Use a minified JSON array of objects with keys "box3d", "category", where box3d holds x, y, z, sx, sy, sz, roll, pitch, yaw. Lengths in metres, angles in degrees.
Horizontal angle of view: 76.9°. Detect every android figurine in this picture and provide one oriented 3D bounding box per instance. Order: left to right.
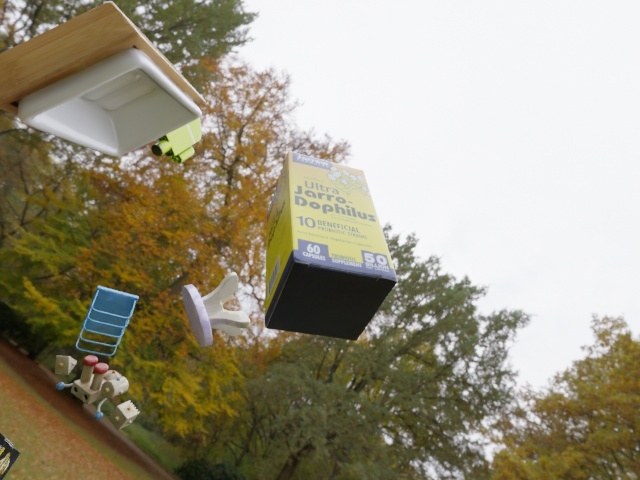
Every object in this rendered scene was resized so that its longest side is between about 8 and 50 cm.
[{"box3d":[-0.511,-0.403,1.414,0.056,0.272,0.248,-2,-56,21],"category":"android figurine"}]

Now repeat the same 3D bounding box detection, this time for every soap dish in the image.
[{"box3d":[-0.354,-0.258,0.691,0.291,0.229,0.118,-40,106,-88],"category":"soap dish"}]

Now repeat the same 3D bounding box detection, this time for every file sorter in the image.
[{"box3d":[-0.642,0.246,1.211,0.118,0.104,0.170,22,-67,-25],"category":"file sorter"}]

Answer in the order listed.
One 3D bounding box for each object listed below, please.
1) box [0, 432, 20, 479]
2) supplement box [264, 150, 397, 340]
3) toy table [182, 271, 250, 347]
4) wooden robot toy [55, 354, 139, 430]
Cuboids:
[{"box3d":[-0.886,0.584,0.923,0.080,0.321,0.257,6,-51,5],"category":"box"},{"box3d":[0.000,0.000,0.853,0.194,0.356,0.195,11,-51,-17],"category":"supplement box"},{"box3d":[-0.358,0.234,1.374,0.274,0.161,0.252,50,-39,43],"category":"toy table"},{"box3d":[-0.357,0.235,0.675,0.174,0.076,0.079,25,4,18],"category":"wooden robot toy"}]
